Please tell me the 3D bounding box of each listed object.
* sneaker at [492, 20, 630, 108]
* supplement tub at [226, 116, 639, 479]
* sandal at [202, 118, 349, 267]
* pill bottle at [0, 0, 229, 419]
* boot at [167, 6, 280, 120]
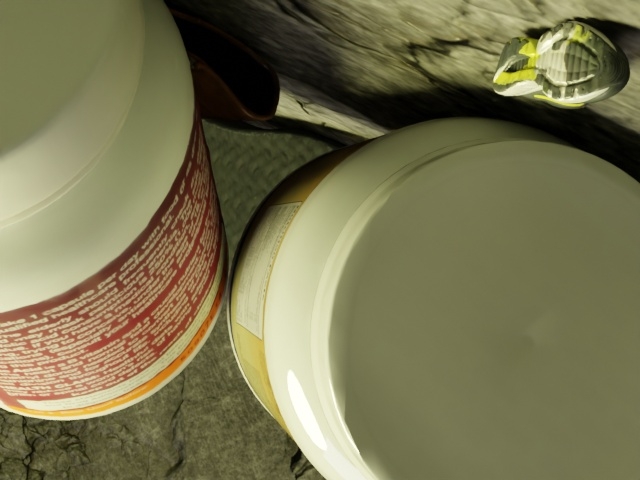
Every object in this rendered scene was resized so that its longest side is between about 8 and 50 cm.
[{"bbox_3d":[0.102,-0.068,0.481,0.035,0.031,0.083,11,-174,-21],"label":"sneaker"},{"bbox_3d":[0.070,0.045,0.726,0.228,0.228,0.316,25,176,-10],"label":"supplement tub"},{"bbox_3d":[-0.023,-0.030,1.075,0.107,0.167,0.446,-2,-158,-34],"label":"sandal"},{"bbox_3d":[-0.175,-0.043,0.689,0.224,0.224,0.392,24,162,8],"label":"pill bottle"},{"bbox_3d":[-0.194,-0.142,0.862,0.264,0.096,0.280,32,171,-23],"label":"boot"}]
